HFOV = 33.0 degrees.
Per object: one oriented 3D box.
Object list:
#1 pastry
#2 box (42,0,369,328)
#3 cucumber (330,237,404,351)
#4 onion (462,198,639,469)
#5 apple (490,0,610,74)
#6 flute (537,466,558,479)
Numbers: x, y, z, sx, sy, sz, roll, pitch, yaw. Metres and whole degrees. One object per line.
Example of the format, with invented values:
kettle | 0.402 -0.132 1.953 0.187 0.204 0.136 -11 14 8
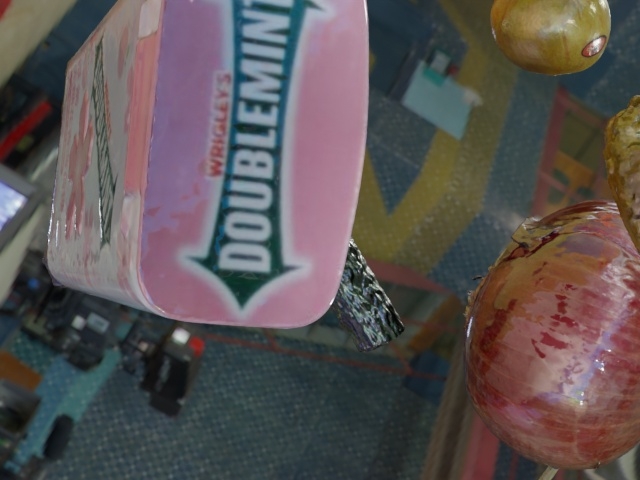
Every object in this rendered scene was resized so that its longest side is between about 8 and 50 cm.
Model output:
pastry | 0.176 -0.022 0.515 0.057 0.109 0.097 -21 -147 23
box | -0.090 -0.051 0.659 0.370 0.112 0.190 -177 -85 -71
cucumber | 0.000 0.000 1.242 0.067 0.293 0.067 -30 -165 9
onion | 0.318 0.114 1.329 0.353 0.354 0.353 -58 -175 8
apple | 0.366 -0.341 1.708 0.182 0.155 0.182 -15 -146 10
flute | 0.339 0.376 1.662 0.233 0.027 0.027 105 9 -50
